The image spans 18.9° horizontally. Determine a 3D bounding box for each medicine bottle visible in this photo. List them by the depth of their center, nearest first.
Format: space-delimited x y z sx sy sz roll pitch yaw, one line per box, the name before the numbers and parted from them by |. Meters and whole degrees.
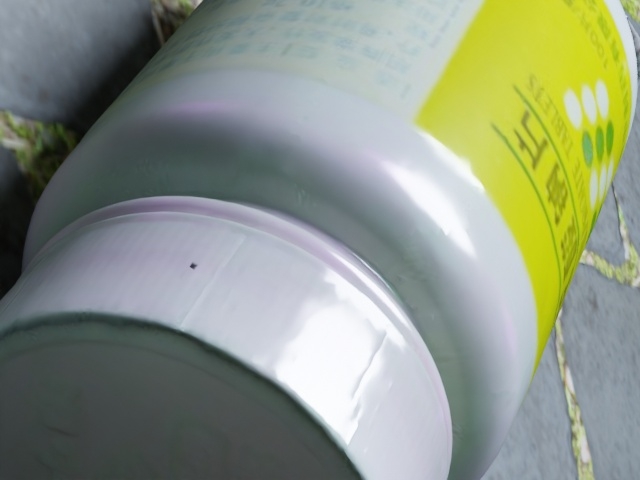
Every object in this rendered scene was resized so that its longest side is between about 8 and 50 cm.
medicine bottle | 0.000 0.000 0.824 0.213 0.213 0.379 59 34 -21
